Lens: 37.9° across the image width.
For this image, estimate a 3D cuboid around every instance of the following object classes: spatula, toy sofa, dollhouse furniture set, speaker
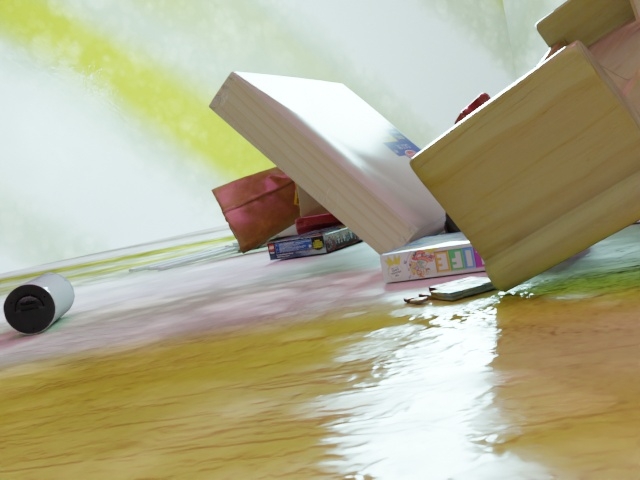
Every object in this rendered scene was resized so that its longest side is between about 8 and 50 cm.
[{"bbox_3d":[-0.207,0.022,1.666,0.242,0.019,0.168,-14,6,-33],"label":"spatula"},{"bbox_3d":[0.233,-0.096,0.738,0.150,0.177,0.362,-33,9,39],"label":"toy sofa"},{"bbox_3d":[0.131,-0.126,1.457,0.374,0.201,0.152,-7,-8,4],"label":"dollhouse furniture set"},{"bbox_3d":[-0.310,0.068,1.036,0.055,0.055,0.136,-12,4,-6],"label":"speaker"}]

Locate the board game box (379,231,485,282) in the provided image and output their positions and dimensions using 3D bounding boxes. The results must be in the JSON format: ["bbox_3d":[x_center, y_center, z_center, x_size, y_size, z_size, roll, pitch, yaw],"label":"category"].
[{"bbox_3d":[0.144,0.007,0.833,0.154,0.026,0.103,-9,5,30],"label":"board game box"}]

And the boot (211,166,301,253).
[{"bbox_3d":[-0.055,-0.128,1.637,0.280,0.264,0.096,-25,-31,2],"label":"boot"}]

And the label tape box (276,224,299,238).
[{"bbox_3d":[0.047,-0.083,1.776,0.249,0.115,0.347,-15,4,-41],"label":"label tape box"}]

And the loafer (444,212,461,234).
[{"bbox_3d":[0.192,-0.032,1.029,0.080,0.078,0.220,24,30,20],"label":"loafer"}]

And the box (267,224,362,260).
[{"bbox_3d":[0.000,0.000,1.328,0.093,0.027,0.137,-8,5,30],"label":"box"}]

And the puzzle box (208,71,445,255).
[{"bbox_3d":[0.053,-0.104,1.183,0.052,0.272,0.409,-53,-11,17],"label":"puzzle box"}]

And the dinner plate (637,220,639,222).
[{"bbox_3d":[0.346,-0.035,0.962,0.141,0.017,0.141,-10,5,1],"label":"dinner plate"}]

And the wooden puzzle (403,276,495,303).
[{"bbox_3d":[0.105,0.035,0.693,0.083,0.006,0.049,-13,4,-23],"label":"wooden puzzle"}]
